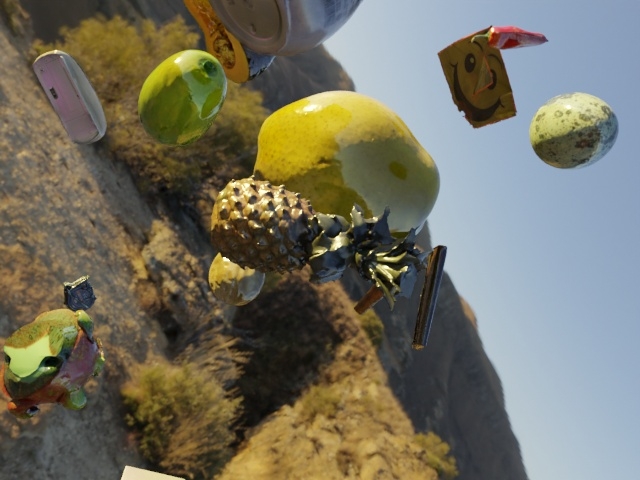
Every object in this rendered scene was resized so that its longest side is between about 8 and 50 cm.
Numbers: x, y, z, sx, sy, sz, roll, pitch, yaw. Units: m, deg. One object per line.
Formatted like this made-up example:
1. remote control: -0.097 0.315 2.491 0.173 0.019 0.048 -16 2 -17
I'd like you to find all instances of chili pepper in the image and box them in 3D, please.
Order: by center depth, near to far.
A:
1. chili pepper: 0.445 -0.474 1.452 0.059 0.191 0.050 131 -43 -76

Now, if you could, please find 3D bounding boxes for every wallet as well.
1. wallet: 0.258 0.139 1.498 0.133 0.039 0.243 88 14 -77

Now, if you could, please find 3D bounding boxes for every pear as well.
1. pear: 0.055 -0.142 1.376 0.418 0.362 0.362 21 2 -2

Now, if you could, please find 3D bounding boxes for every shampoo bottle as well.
1. shampoo bottle: -0.049 -0.487 1.106 0.273 0.266 0.273 35 -28 22

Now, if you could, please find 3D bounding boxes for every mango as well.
1. mango: -0.305 -0.285 1.342 0.156 0.192 0.343 47 -23 -5

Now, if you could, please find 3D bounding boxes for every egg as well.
1. egg: 0.435 -0.187 1.064 0.132 0.132 0.172 63 -6 -12

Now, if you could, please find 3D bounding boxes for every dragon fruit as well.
1. dragon fruit: -0.636 0.277 1.455 0.295 0.268 0.130 33 -18 38

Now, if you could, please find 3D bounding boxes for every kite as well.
1. kite: 0.470 -0.495 1.863 0.377 0.013 0.327 55 -25 33

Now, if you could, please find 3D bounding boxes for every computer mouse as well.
1. computer mouse: -0.647 -0.370 1.614 0.056 0.126 0.245 -69 138 -63

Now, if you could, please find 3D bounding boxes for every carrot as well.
1. carrot: 0.167 0.166 1.893 0.055 0.161 0.055 34 25 -18

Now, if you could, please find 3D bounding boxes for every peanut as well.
1. peanut: -0.118 0.024 0.945 0.193 0.089 0.089 -76 148 -45

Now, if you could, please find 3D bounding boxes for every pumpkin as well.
1. pumpkin: -0.207 -0.554 1.536 0.221 0.139 0.317 12 -46 38

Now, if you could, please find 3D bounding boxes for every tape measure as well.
1. tape measure: -0.696 0.157 1.786 0.054 0.091 0.094 17 -59 59

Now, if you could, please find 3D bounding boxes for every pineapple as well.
1. pineapple: 0.000 0.000 0.715 0.251 0.125 0.125 17 -21 23

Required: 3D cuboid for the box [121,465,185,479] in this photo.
1. box: -0.357 0.541 1.282 0.129 0.130 0.051 -104 -148 -71
